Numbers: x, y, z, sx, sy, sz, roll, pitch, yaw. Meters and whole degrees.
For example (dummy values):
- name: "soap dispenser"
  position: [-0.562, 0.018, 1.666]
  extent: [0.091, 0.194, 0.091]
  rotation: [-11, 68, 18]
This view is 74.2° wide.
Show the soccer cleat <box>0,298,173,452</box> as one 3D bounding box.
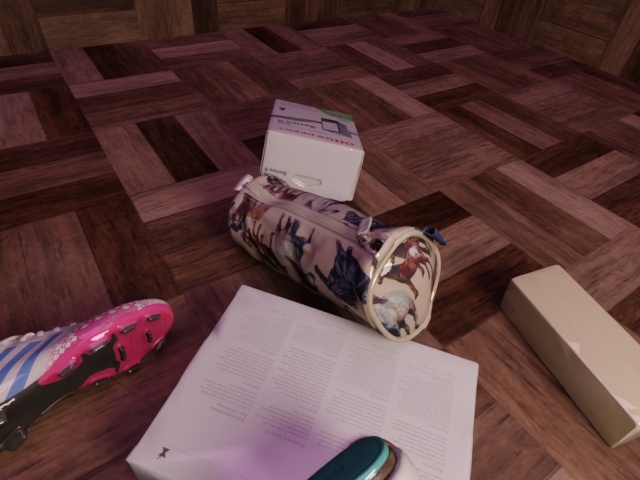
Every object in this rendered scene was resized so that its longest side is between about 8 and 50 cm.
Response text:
- name: "soccer cleat"
  position: [-0.375, 0.161, 0.590]
  extent: [0.143, 0.116, 0.331]
  rotation: [34, 50, 27]

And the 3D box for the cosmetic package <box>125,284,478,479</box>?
- name: "cosmetic package"
  position: [-0.001, 0.240, 0.561]
  extent: [0.376, 0.098, 0.285]
  rotation: [17, 42, 12]

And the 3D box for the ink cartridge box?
- name: "ink cartridge box"
  position: [-0.022, -0.220, 0.990]
  extent: [0.210, 0.122, 0.289]
  rotation: [10, 30, -8]

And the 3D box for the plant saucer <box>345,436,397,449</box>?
- name: "plant saucer"
  position: [0.062, 0.258, 0.470]
  extent: [0.083, 0.015, 0.084]
  rotation: [3, 43, -3]

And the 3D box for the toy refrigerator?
- name: "toy refrigerator"
  position: [0.422, 0.174, 0.687]
  extent: [0.102, 0.094, 0.270]
  rotation: [-15, 45, -12]

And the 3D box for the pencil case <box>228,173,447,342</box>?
- name: "pencil case"
  position: [0.000, 0.000, 0.702]
  extent: [0.159, 0.184, 0.410]
  rotation: [-38, 39, -24]

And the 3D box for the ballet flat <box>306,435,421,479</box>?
- name: "ballet flat"
  position: [-0.070, 0.332, 0.367]
  extent: [0.399, 0.139, 0.139]
  rotation: [-30, 49, -4]
